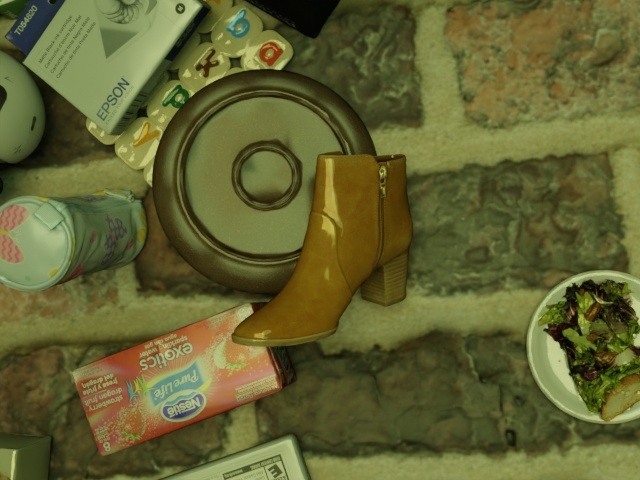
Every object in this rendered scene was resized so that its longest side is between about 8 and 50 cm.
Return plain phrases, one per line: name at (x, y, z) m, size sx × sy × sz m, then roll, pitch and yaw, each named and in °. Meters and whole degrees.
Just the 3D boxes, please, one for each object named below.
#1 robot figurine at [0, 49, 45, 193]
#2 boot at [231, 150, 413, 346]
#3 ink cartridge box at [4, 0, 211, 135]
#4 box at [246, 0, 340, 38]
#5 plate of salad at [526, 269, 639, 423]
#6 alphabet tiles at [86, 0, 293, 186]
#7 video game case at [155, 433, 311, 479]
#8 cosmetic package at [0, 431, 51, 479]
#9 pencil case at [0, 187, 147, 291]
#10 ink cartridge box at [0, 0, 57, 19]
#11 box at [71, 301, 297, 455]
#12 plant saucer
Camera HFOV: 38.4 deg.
robot figurine at (-0.519, -0.158, 1.259) m, size 0.278 × 0.173 × 0.209 m, roll -19°, pitch 118°, yaw 7°
boot at (0.001, 0.000, 1.135) m, size 0.104 × 0.295 × 0.211 m, roll 10°, pitch 111°, yaw 46°
ink cartridge box at (-0.298, -0.295, 1.241) m, size 0.224 × 0.045 × 0.223 m, roll 39°, pitch 102°, yaw 6°
box at (-0.143, -0.516, 1.055) m, size 0.480 × 0.472 × 0.297 m, roll 31°, pitch 92°, yaw 1°
plate of salad at (0.368, 0.137, 1.185) m, size 0.200 × 0.048 × 0.199 m, roll 0°, pitch 87°, yaw 9°
alphabet tiles at (-0.185, -0.213, 1.296) m, size 0.284 × 0.021 × 0.278 m, roll 41°, pitch 93°, yaw 8°
video game case at (-0.139, 0.455, 1.243) m, size 0.329 × 0.036 × 0.299 m, roll -20°, pitch 84°, yaw 5°
cosmetic package at (-0.472, 0.422, 1.252) m, size 0.160 × 0.113 × 0.309 m, roll 2°, pitch 88°, yaw 8°
pencil case at (-0.316, -0.007, 1.179) m, size 0.124 × 0.273 × 0.113 m, roll -32°, pitch 89°, yaw 12°
ink cartridge box at (-0.428, -0.389, 1.318) m, size 0.209 × 0.062 × 0.108 m, roll -19°, pitch 84°, yaw 7°
box at (-0.175, 0.179, 1.217) m, size 0.257 × 0.128 × 0.122 m, roll -21°, pitch 84°, yaw 6°
plant saucer at (-0.072, -0.083, 1.232) m, size 0.311 × 0.050 × 0.310 m, roll 0°, pitch 86°, yaw -2°
